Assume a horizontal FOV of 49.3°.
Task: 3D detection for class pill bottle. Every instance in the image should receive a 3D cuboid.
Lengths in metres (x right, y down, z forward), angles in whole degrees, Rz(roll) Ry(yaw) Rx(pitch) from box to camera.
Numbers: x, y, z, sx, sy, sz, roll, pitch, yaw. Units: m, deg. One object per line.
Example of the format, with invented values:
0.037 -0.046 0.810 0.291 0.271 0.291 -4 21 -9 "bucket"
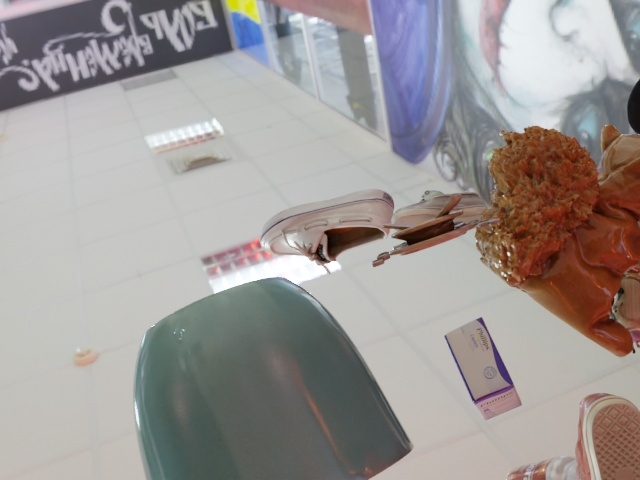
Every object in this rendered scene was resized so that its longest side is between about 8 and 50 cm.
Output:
0.505 0.529 1.494 0.121 0.121 0.216 -35 174 -37 "pill bottle"

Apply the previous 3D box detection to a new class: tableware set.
0.111 -0.015 0.741 0.128 0.039 0.194 -20 179 7 "tableware set"

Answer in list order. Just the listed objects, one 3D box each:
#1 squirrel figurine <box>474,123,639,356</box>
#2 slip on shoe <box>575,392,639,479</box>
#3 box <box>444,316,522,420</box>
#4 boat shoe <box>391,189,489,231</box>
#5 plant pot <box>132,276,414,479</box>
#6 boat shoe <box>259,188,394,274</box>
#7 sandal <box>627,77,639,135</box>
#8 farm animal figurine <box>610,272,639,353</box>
0.488 -0.054 1.292 0.370 0.397 0.281 -56 -152 11 "squirrel figurine"
0.469 0.399 1.117 0.123 0.331 0.101 -7 -174 4 "slip on shoe"
0.272 0.216 1.164 0.072 0.137 0.126 -25 -123 8 "box"
0.245 -0.063 1.461 0.227 0.079 0.081 -5 -124 -20 "boat shoe"
-0.076 0.181 0.790 0.293 0.235 0.293 -23 168 -5 "plant pot"
0.006 0.004 1.652 0.367 0.136 0.156 -14 -130 26 "boat shoe"
0.541 -0.251 1.002 0.054 0.254 0.097 -8 -119 -42 "sandal"
0.665 0.057 1.546 0.172 0.327 0.330 11 -175 11 "farm animal figurine"
